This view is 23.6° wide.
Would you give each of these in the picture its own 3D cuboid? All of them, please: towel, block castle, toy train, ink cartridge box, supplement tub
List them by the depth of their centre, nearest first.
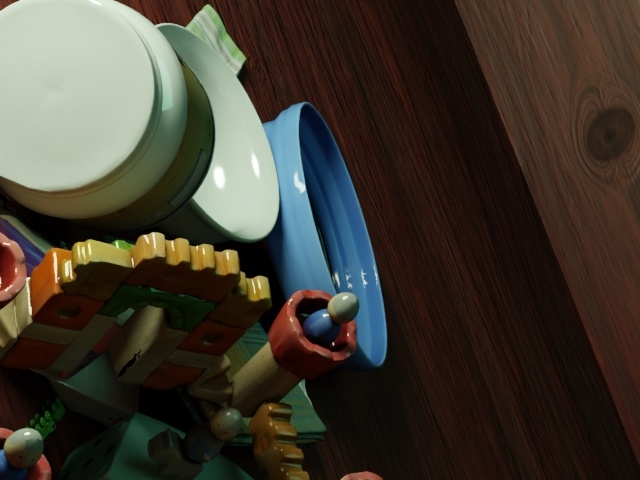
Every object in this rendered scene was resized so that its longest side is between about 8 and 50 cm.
[{"bbox_3d":[-0.148,0.156,1.405,0.453,0.213,0.303,13,47,-34],"label":"block castle"},{"bbox_3d":[-0.285,0.190,1.582,0.083,0.017,0.023,-61,134,-61],"label":"toy train"},{"bbox_3d":[-0.240,-0.129,1.605,0.316,0.228,0.228,48,21,-84],"label":"supplement tub"},{"bbox_3d":[-0.276,0.112,1.669,0.179,0.045,0.145,27,43,-29],"label":"ink cartridge box"},{"bbox_3d":[-0.124,0.126,1.796,0.271,0.040,0.370,57,11,15],"label":"towel"},{"bbox_3d":[-0.157,-0.282,2.277,0.113,0.023,0.152,58,25,-19],"label":"towel"}]

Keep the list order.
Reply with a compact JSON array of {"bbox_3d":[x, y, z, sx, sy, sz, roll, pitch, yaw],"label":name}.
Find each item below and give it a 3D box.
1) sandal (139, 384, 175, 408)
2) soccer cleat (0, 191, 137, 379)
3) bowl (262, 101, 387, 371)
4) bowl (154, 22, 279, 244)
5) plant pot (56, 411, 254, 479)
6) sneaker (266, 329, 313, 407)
[{"bbox_3d":[-0.166,0.134,1.827,0.090,0.060,0.219,67,24,1],"label":"sandal"},{"bbox_3d":[-0.335,0.016,1.546,0.318,0.116,0.108,39,-3,-21],"label":"soccer cleat"},{"bbox_3d":[0.000,0.000,2.177,0.391,0.077,0.391,-16,90,-79],"label":"bowl"},{"bbox_3d":[-0.186,-0.111,1.921,0.298,0.134,0.298,47,29,-37],"label":"bowl"},{"bbox_3d":[-0.160,0.305,1.570,0.234,0.165,0.165,47,29,-18],"label":"plant pot"},{"bbox_3d":[-0.048,0.183,2.038,0.061,0.054,0.152,21,51,-55],"label":"sneaker"}]
